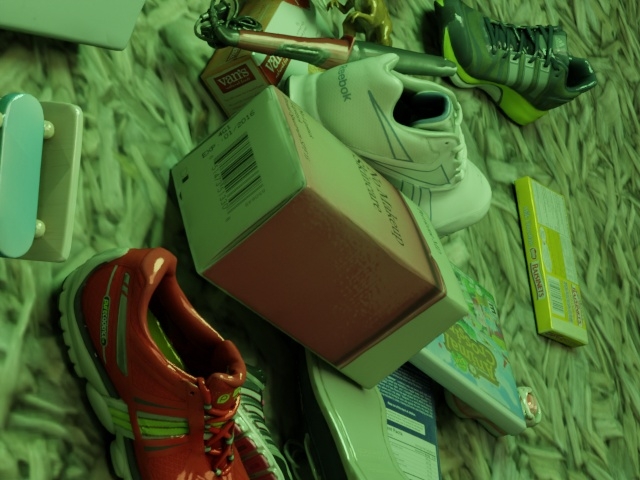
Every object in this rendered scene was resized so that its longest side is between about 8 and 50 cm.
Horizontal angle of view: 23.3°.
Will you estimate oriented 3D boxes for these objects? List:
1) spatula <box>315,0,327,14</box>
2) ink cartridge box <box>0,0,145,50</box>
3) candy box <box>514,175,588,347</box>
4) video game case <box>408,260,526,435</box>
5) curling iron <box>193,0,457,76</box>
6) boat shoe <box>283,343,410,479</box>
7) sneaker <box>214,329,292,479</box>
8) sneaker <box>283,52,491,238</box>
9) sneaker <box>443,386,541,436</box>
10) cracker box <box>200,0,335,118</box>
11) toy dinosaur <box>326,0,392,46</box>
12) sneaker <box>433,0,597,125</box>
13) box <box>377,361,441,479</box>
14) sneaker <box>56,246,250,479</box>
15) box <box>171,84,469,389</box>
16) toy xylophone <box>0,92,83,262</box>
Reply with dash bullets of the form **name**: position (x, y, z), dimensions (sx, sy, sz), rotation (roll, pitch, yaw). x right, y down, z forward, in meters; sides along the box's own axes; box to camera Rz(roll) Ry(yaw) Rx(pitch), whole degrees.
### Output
- **spatula**: position (-0.059, -0.334, 1.561), dimensions (0.242, 0.019, 0.168), rotation (57, 10, -10)
- **ink cartridge box**: position (-0.204, -0.315, 1.130), dimensions (0.324, 0.071, 0.330), rotation (4, 113, -58)
- **candy box**: position (0.293, 0.027, 1.973), dimensions (0.105, 0.027, 0.206), rotation (25, 54, -54)
- **video game case**: position (0.132, 0.083, 1.626), dimensions (0.212, 0.023, 0.193), rotation (38, 30, -37)
- **curling iron**: position (0.011, -0.184, 1.440), dimensions (0.274, 0.035, 0.068), rotation (7, 46, -26)
- **boat shoe**: position (0.022, 0.190, 1.385), dimensions (0.095, 0.079, 0.254), rotation (14, 40, -43)
- **sneaker**: position (-0.067, 0.144, 1.292), dimensions (0.170, 0.063, 0.075), rotation (58, 39, -13)
- **sneaker**: position (0.091, -0.083, 1.477), dimensions (0.297, 0.129, 0.111), rotation (28, 50, -50)
- **sneaker**: position (0.192, 0.172, 1.690), dimensions (0.134, 0.070, 0.051), rotation (35, 47, -43)
- **cracker box**: position (-0.009, -0.120, 1.528), dimensions (0.232, 0.067, 0.156), rotation (55, 34, -24)
- **toy dinosaur**: position (0.053, -0.210, 1.540), dimensions (0.211, 0.064, 0.112), rotation (58, 43, -62)
- **sneaker**: position (0.241, -0.240, 1.944), dimensions (0.300, 0.121, 0.111), rotation (20, 57, -53)
- **box**: position (0.068, 0.181, 1.515), dimensions (0.136, 0.036, 0.225), rotation (30, 49, -49)
- **sneaker**: position (-0.101, 0.133, 1.189), dimensions (0.279, 0.118, 0.107), rotation (64, 32, -12)
- **box**: position (0.000, 0.000, 1.364), dimensions (0.232, 0.127, 0.149), rotation (37, 22, -38)
- **toy xylophone**: position (-0.285, -0.081, 0.994), dimensions (0.322, 0.081, 0.236), rotation (-8, 100, -57)
